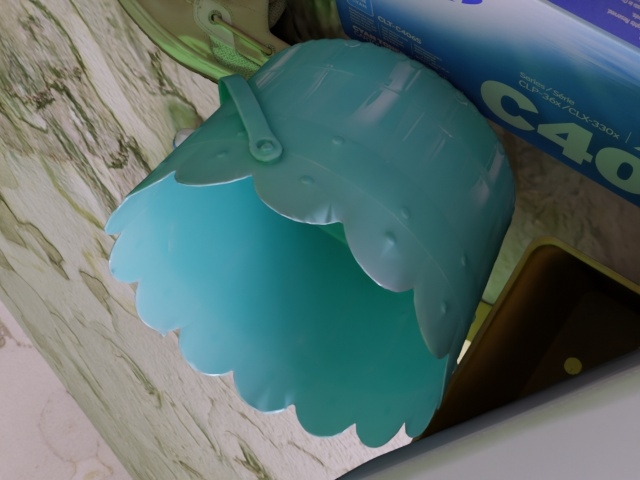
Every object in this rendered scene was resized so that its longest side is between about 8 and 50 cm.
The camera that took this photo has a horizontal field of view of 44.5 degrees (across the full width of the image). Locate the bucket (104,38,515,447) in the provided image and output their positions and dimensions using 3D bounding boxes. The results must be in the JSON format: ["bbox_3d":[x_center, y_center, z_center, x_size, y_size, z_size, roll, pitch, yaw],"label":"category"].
[{"bbox_3d":[0.000,0.000,0.584,0.281,0.183,0.281,22,144,17],"label":"bucket"}]

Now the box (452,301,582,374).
[{"bbox_3d":[0.201,0.126,0.780,0.232,0.058,0.087,24,143,33],"label":"box"}]

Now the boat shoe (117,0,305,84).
[{"bbox_3d":[-0.062,-0.183,0.707,0.302,0.109,0.098,40,112,9],"label":"boat shoe"}]

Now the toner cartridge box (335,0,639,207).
[{"bbox_3d":[0.160,-0.114,0.473,0.348,0.075,0.165,35,170,18],"label":"toner cartridge box"}]

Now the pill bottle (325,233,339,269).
[{"bbox_3d":[0.019,0.056,0.847,0.131,0.131,0.229,43,149,5],"label":"pill bottle"}]

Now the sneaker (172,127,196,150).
[{"bbox_3d":[-0.127,-0.013,0.943,0.240,0.126,0.091,55,158,-15],"label":"sneaker"}]

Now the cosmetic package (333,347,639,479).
[{"bbox_3d":[0.225,0.157,0.398,0.453,0.161,0.230,-30,75,23],"label":"cosmetic package"}]

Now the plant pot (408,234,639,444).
[{"bbox_3d":[0.220,0.136,0.596,0.212,0.187,0.212,33,103,21],"label":"plant pot"}]
